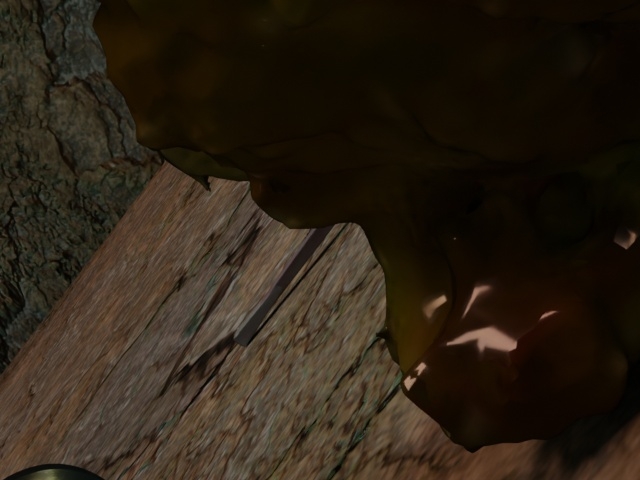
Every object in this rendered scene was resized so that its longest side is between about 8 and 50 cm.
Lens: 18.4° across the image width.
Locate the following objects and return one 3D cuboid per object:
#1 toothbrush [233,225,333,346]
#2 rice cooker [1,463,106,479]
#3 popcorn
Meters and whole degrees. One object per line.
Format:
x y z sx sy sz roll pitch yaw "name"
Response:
-0.002 -0.001 1.367 0.194 0.017 0.014 -51 10 20 "toothbrush"
-0.172 0.209 1.142 0.165 0.112 0.106 -55 15 -1 "rice cooker"
0.029 -0.122 0.704 0.290 0.321 0.325 -54 2 -26 "popcorn"
